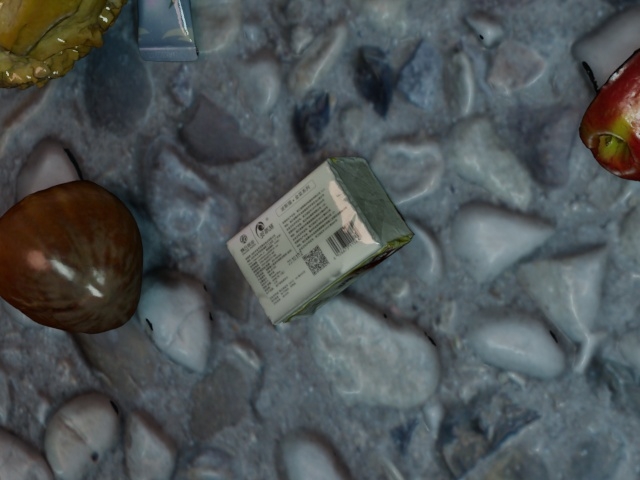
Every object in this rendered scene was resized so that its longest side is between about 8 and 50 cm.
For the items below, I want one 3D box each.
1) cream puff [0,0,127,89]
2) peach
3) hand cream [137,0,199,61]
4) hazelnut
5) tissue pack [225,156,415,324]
[{"bbox_3d":[-0.324,-0.323,1.126,0.343,0.231,0.327,12,97,33],"label":"cream puff"},{"bbox_3d":[0.305,-0.121,0.899,0.172,0.127,0.092,-40,68,0],"label":"peach"},{"bbox_3d":[-0.171,-0.324,1.154,0.088,0.055,0.256,5,105,31],"label":"hand cream"},{"bbox_3d":[-0.275,0.016,1.183,0.182,0.182,0.182,4,98,27],"label":"hazelnut"},{"bbox_3d":[0.000,-0.001,1.069,0.148,0.099,0.106,-37,77,27],"label":"tissue pack"}]
